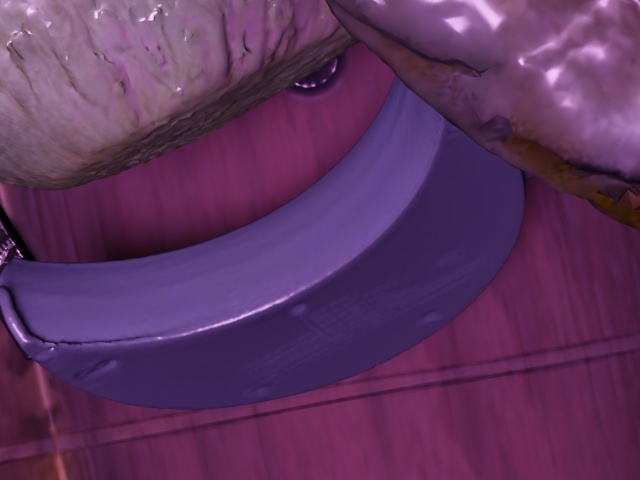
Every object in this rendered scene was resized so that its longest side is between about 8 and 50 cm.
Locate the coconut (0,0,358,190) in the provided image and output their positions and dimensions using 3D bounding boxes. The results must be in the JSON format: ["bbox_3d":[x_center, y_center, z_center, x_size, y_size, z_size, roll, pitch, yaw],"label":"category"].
[{"bbox_3d":[-0.113,-0.191,0.517,0.329,0.281,0.328,1,87,-11],"label":"coconut"}]

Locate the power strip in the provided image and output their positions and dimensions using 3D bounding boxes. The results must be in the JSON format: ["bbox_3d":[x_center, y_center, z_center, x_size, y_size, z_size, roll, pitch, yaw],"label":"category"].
[{"bbox_3d":[0.000,0.000,0.576,0.253,0.167,0.054,-28,55,14],"label":"power strip"}]

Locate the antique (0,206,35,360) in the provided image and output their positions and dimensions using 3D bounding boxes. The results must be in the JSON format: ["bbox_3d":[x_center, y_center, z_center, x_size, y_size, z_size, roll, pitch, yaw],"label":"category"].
[{"bbox_3d":[-0.189,-0.026,0.677,0.031,0.015,0.192,-33,89,10],"label":"antique"}]

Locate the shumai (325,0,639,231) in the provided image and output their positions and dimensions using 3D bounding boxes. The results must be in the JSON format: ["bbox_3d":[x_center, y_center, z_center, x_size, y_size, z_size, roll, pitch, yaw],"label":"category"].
[{"bbox_3d":[0.147,-0.151,0.429,0.309,0.263,0.304,31,97,-2],"label":"shumai"}]
